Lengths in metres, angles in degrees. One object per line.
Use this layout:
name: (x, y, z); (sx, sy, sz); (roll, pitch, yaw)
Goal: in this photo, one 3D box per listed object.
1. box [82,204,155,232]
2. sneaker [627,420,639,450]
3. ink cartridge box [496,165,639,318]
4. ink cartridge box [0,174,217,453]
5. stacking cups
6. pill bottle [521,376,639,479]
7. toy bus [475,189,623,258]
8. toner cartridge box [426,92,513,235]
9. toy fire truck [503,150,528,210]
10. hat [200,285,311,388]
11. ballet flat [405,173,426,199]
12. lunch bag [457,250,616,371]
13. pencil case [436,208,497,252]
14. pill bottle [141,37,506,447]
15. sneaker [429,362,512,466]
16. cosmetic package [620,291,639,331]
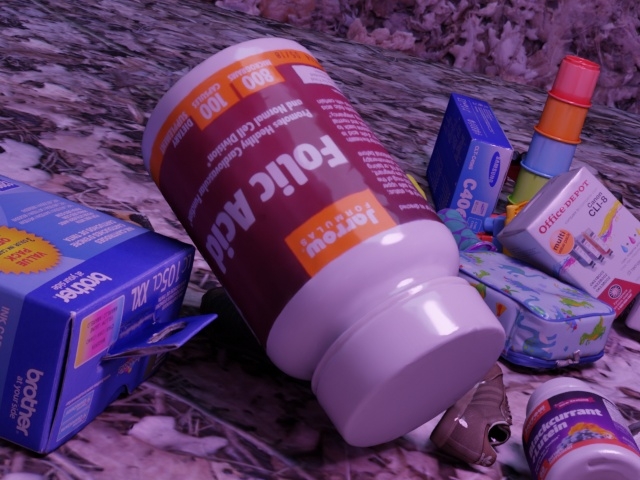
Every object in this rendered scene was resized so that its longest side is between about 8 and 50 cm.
box: (-0.229, 0.028, 1.535); (0.087, 0.058, 0.232); (7, 20, -23)
sneaker: (0.357, 0.231, 1.442); (0.065, 0.061, 0.158); (-5, 1, 39)
ink cartridge box: (0.359, 0.007, 1.791); (0.176, 0.128, 0.127); (44, -11, -4)
ink cartridge box: (-0.304, 0.054, 1.259); (0.395, 0.151, 0.270); (21, 19, 12)
stacking cups: (0.371, -0.140, 2.105); (0.096, 0.316, 0.096); (13, 20, -5)
pill bottle: (0.260, 0.213, 1.301); (0.108, 0.108, 0.193); (14, 18, -5)
toy bus: (0.348, -0.005, 2.003); (0.211, 0.149, 0.220); (6, 11, 25)
toner cartridge box: (0.250, -0.134, 2.232); (0.075, 0.165, 0.348); (14, 19, -5)
toy fire truck: (0.354, -0.089, 2.279); (0.047, 0.135, 0.192); (1, 7, -38)
hat: (0.030, 0.065, 1.517); (0.331, 0.134, 0.331); (14, 17, -4)
ballet flat: (0.092, -0.069, 2.069); (0.231, 0.077, 0.077); (-5, 43, -51)
lunch bag: (0.264, 0.088, 1.701); (0.176, 0.090, 0.219); (-3, 25, -43)
pencil case: (0.211, 0.005, 1.942); (0.070, 0.064, 0.152); (-19, 26, -8)
pill bottle: (0.000, 0.000, 1.327); (0.224, 0.224, 0.392); (-5, 50, -47)
sneaker: (0.173, 0.191, 1.398); (0.071, 0.066, 0.188); (36, 27, 9)
cosmetic package: (0.538, 0.064, 1.871); (0.183, 0.151, 0.151); (21, 17, -6)
